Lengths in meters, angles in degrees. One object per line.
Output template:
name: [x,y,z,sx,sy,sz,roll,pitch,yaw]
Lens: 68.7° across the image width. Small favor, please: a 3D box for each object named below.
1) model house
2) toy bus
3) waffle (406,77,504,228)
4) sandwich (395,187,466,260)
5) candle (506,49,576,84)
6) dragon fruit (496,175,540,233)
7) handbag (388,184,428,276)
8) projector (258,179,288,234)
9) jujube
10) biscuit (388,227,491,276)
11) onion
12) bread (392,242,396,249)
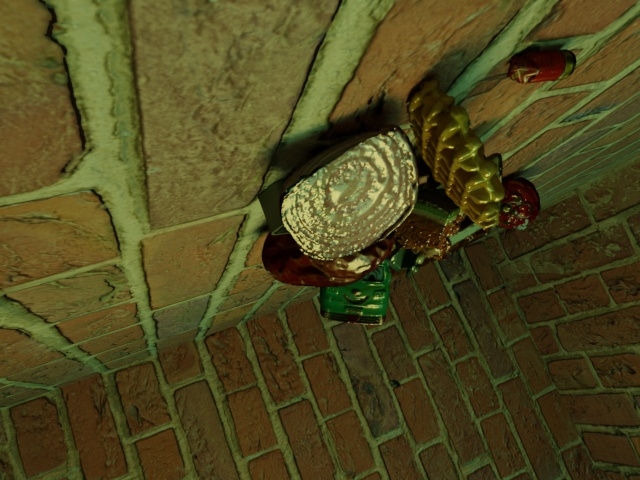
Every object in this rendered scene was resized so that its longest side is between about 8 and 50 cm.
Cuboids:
model house: [0.308,-0.122,1.157,0.268,0.173,0.239,-28,-150,14]
toy bus: [0.097,0.073,1.297,0.184,0.199,0.343,6,-164,0]
waffle: [0.224,-0.146,0.814,0.065,0.283,0.309,-30,124,6]
sandwich: [0.209,-0.042,1.030,0.079,0.159,0.235,-17,-156,-37]
candle: [0.359,-0.285,0.770,0.131,0.051,0.052,-15,167,-26]
dragon fruit: [0.719,-0.139,1.751,0.193,0.192,0.274,-36,175,24]
handbag: [0.309,-0.017,1.422,0.268,0.100,0.274,-65,165,-5]
projector: [-0.062,-0.065,0.916,0.083,0.082,0.083,-9,163,-47]
jujube: [0.000,0.000,1.064,0.216,0.216,0.342,-11,173,-43]
biscuit: [0.476,0.001,1.987,0.343,0.166,0.395,-14,165,-30]
onion: [0.046,-0.089,0.841,0.250,0.111,0.247,-29,140,0]
bread: [0.234,0.028,1.928,0.157,0.064,0.117,-16,163,-23]
